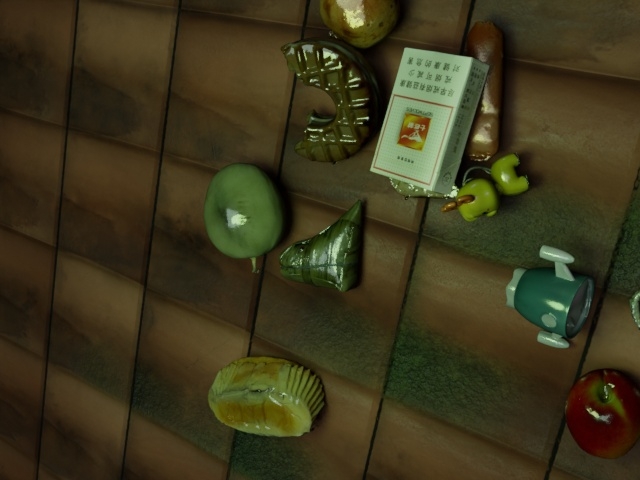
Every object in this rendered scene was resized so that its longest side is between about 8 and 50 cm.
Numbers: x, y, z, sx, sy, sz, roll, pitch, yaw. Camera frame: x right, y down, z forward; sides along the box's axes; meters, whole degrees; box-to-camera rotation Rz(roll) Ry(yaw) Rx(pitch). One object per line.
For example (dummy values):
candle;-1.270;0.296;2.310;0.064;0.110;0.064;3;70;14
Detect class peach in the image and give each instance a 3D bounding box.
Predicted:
peach;0.691;0.422;1.619;0.190;0.226;0.196;-23;45;1

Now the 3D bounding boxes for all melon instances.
melon;-0.231;-0.082;2.030;0.272;0.272;0.307;-38;72;30

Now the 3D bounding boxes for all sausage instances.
sausage;0.415;-0.372;1.679;0.097;0.094;0.348;4;96;30

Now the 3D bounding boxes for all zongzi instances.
zongzi;0.000;0.000;1.976;0.251;0.125;0.274;9;99;23

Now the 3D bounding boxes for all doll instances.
doll;0.406;-0.124;1.668;0.221;0.143;0.135;-24;87;-2

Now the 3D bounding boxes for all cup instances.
cup;0.557;0.140;1.641;0.173;0.167;0.299;18;132;37

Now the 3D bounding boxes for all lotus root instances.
lotus root;0.269;-0.196;1.814;0.170;0.074;0.260;-35;81;31

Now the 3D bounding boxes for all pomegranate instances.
pomegranate;0.096;-0.616;1.774;0.216;0.215;0.215;5;100;31

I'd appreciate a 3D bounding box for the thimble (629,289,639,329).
thimble;0.779;0.163;1.547;0.115;0.090;0.102;42;116;18

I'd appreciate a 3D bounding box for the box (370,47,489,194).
box;0.268;-0.301;1.673;0.210;0.095;0.330;24;102;41

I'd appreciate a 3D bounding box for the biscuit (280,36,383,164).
biscuit;0.037;-0.380;1.839;0.269;0.115;0.366;4;128;22

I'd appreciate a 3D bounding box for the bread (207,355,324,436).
bread;-0.172;0.494;2.139;0.389;0.183;0.235;3;115;25
